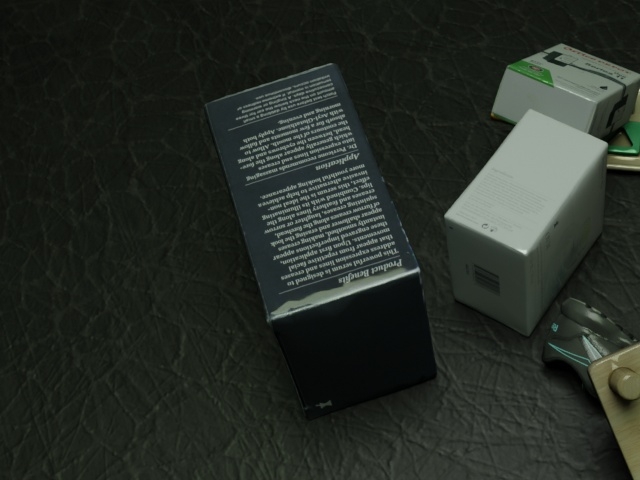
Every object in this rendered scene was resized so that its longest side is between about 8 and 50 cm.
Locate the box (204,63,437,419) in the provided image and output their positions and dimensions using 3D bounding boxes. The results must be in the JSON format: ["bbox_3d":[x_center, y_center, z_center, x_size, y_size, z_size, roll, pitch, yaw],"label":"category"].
[{"bbox_3d":[0.000,0.000,1.768,0.212,0.293,0.395,-18,55,-2],"label":"box"}]

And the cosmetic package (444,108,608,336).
[{"bbox_3d":[0.303,-0.024,1.772,0.138,0.224,0.225,27,65,26],"label":"cosmetic package"}]

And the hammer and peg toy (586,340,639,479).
[{"bbox_3d":[0.553,0.211,1.553,0.361,0.127,0.266,-22,92,2],"label":"hammer and peg toy"}]

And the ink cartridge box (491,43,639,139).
[{"bbox_3d":[0.379,-0.221,1.861,0.153,0.087,0.208,27,30,23],"label":"ink cartridge box"}]

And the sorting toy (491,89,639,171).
[{"bbox_3d":[0.448,-0.200,1.974,0.347,0.047,0.196,5,57,14],"label":"sorting toy"}]

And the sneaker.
[{"bbox_3d":[0.432,0.189,1.701,0.267,0.101,0.106,34,91,26],"label":"sneaker"}]
